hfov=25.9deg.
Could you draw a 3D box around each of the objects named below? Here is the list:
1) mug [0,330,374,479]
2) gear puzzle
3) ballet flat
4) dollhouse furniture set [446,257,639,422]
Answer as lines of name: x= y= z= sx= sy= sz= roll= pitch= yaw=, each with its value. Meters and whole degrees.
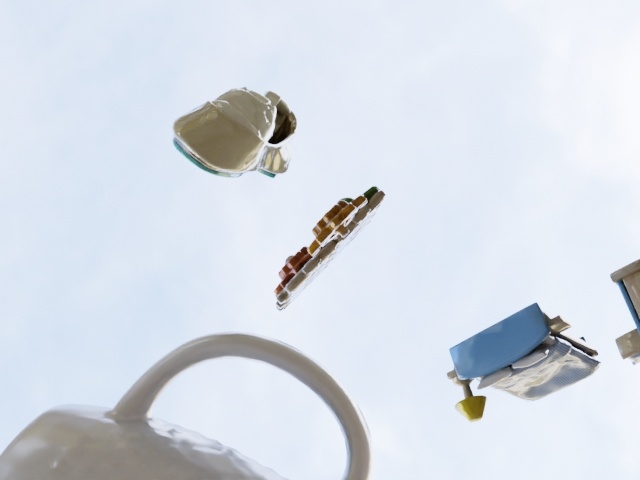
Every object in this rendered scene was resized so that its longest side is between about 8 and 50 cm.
mug: x=-0.107 y=0.254 z=1.157 sx=0.374 sy=0.328 sz=0.276 roll=-58 pitch=-7 yaw=3
gear puzzle: x=0.000 y=0.000 z=1.616 sx=0.044 sy=0.339 sz=0.175 roll=44 pitch=-96 yaw=3
ballet flat: x=-0.071 y=-0.107 z=1.303 sx=0.086 sy=0.086 sz=0.248 roll=-63 pitch=-8 yaw=7
dollhouse furniture set: x=0.364 y=0.205 z=1.832 sx=0.303 sy=0.198 sz=0.286 roll=-29 pitch=-31 yaw=22
